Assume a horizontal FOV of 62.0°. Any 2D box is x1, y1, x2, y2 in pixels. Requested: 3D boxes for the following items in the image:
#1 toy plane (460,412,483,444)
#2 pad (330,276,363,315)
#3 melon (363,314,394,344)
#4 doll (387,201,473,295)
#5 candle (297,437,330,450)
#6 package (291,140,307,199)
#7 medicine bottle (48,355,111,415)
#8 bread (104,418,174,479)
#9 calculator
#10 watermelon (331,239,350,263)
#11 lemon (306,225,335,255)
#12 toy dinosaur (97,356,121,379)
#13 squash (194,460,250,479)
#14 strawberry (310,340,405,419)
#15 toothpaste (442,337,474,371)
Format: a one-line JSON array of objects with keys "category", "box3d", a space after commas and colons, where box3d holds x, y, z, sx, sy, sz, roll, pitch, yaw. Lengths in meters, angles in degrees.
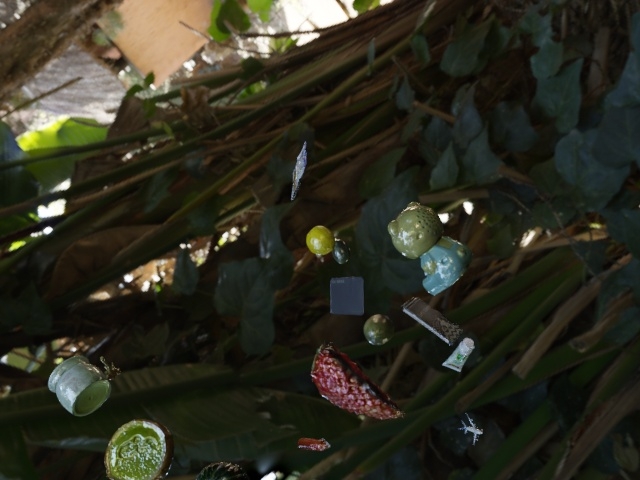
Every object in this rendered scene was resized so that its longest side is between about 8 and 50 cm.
[{"category": "toy plane", "box3d": [0.376, 0.468, 1.316, 0.084, 0.024, 0.078, -23, 78, 62]}, {"category": "pad", "box3d": [0.077, 0.165, 1.585, 0.003, 0.112, 0.157, 4, 172, -35]}, {"category": "melon", "box3d": [0.192, 0.297, 1.763, 0.099, 0.099, 0.162, 45, -169, 11]}, {"category": "doll", "box3d": [0.325, 0.013, 1.603, 0.261, 0.177, 0.161, 48, 142, 4]}, {"category": "candle", "box3d": [-0.020, 0.739, 1.939, 0.053, 0.162, 0.048, 1, -103, -46]}, {"category": "package", "box3d": [-0.081, -0.268, 2.041, 0.027, 0.173, 0.171, 13, -138, -12]}, {"category": "medicine bottle", "box3d": [-0.766, 0.461, 1.696, 0.143, 0.147, 0.147, 31, 168, 27]}, {"category": "bread", "box3d": [-0.612, 0.722, 1.799, 0.236, 0.236, 0.070, 44, 171, 22]}, {"category": "calculator", "box3d": [0.497, 0.351, 2.366, 0.274, 0.028, 0.165, 37, -148, 21]}, {"category": "watermelon", "box3d": [0.083, 0.044, 2.204, 0.078, 0.078, 0.111, 57, -169, -63]}, {"category": "lemon", "box3d": [0.000, 0.000, 2.022, 0.133, 0.109, 0.109, 40, 172, 36]}, {"category": "toy dinosaur", "box3d": [-0.780, 0.506, 1.982, 0.126, 0.039, 0.162, 56, 178, -42]}, {"category": "squash", "box3d": [-0.346, 0.880, 1.853, 0.172, 0.218, 0.218, 42, 179, -39]}, {"category": "strawberry", "box3d": [0.090, 0.425, 1.493, 0.306, 0.138, 0.233, 43, 171, 13]}, {"category": "toothpaste", "box3d": [0.555, 0.461, 2.126, 0.314, 0.055, 0.058, 90, 156, -59]}]
